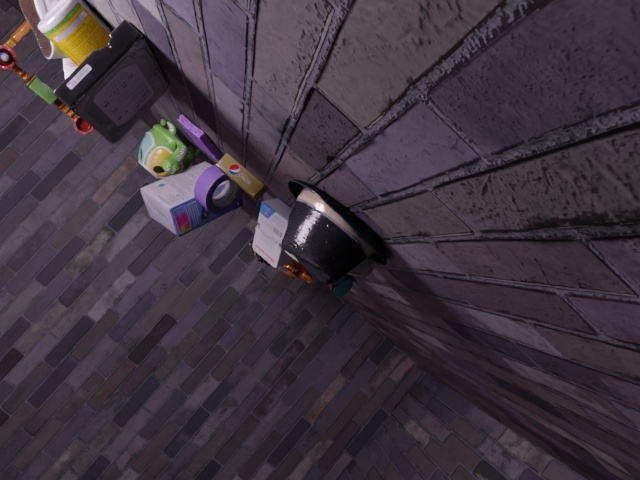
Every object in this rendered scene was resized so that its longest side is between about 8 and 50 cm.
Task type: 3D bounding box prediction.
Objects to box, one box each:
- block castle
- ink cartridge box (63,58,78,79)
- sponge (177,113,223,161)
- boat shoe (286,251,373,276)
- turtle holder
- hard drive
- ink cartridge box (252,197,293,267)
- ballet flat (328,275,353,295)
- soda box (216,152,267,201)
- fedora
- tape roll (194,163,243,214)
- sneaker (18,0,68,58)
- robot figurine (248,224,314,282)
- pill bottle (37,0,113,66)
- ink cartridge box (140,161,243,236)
[{"bbox_3d":[-1.047,-0.687,2.189,0.453,0.303,0.213,45,172,-39],"label":"block castle"},{"bbox_3d":[-0.693,-0.538,1.578,0.061,0.104,0.181,85,176,-80],"label":"ink cartridge box"},{"bbox_3d":[-0.429,-0.363,1.932,0.117,0.031,0.210,39,173,18],"label":"sponge"},{"bbox_3d":[0.022,0.042,1.483,0.254,0.095,0.079,11,170,4],"label":"boat shoe"},{"bbox_3d":[-0.691,-0.384,2.456,0.320,0.227,0.243,38,172,26],"label":"turtle holder"},{"bbox_3d":[-0.506,-0.380,1.353,0.064,0.237,0.339,42,173,-3],"label":"hard drive"},{"bbox_3d":[-0.147,-0.026,1.827,0.139,0.082,0.191,38,128,31],"label":"ink cartridge box"},{"bbox_3d":[0.066,0.138,2.177,0.106,0.107,0.316,60,175,21],"label":"ballet flat"},{"bbox_3d":[-0.271,-0.218,1.853,0.181,0.058,0.061,40,173,10],"label":"soda box"},{"bbox_3d":[0.000,0.000,1.299,0.334,0.152,0.334,41,173,6],"label":"fedora"},{"bbox_3d":[-0.397,-0.202,2.120,0.080,0.189,0.189,38,173,30],"label":"tape roll"},{"bbox_3d":[-0.756,-0.645,1.512,0.105,0.123,0.290,-19,91,43],"label":"sneaker"},{"bbox_3d":[-0.120,0.025,2.001,0.291,0.211,0.085,33,-179,-20],"label":"robot figurine"},{"bbox_3d":[-0.616,-0.526,1.458,0.136,0.136,0.246,34,170,49],"label":"pill bottle"},{"bbox_3d":[-0.526,-0.200,2.326,0.270,0.395,0.151,29,139,40],"label":"ink cartridge box"}]
